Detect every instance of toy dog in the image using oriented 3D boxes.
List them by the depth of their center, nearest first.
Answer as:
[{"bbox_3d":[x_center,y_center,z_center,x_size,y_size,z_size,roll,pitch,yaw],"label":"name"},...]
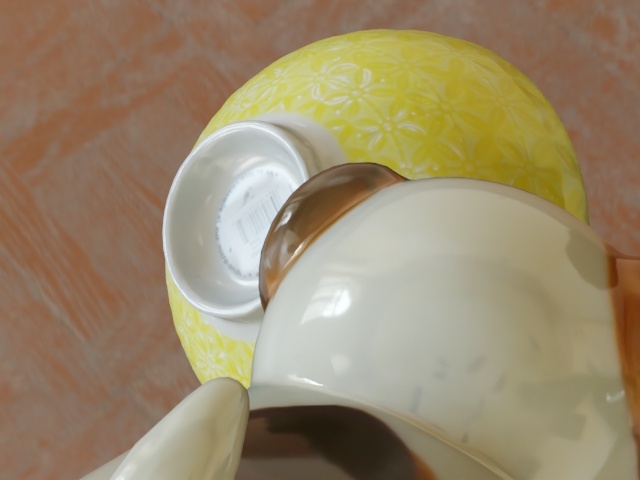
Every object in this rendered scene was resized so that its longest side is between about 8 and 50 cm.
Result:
[{"bbox_3d":[-0.003,0.136,0.820,0.285,0.395,0.408,12,43,30],"label":"toy dog"}]

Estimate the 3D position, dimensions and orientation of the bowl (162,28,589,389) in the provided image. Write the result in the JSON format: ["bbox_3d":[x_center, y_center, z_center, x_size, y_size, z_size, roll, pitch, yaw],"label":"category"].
[{"bbox_3d":[0.000,0.000,1.108,0.289,0.156,0.289,-9,75,37],"label":"bowl"}]
